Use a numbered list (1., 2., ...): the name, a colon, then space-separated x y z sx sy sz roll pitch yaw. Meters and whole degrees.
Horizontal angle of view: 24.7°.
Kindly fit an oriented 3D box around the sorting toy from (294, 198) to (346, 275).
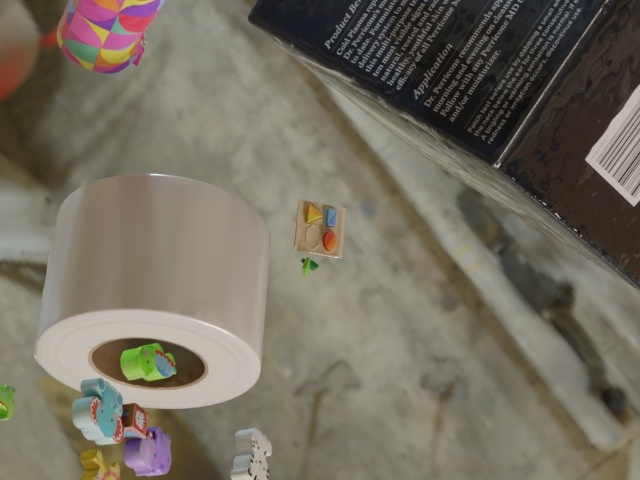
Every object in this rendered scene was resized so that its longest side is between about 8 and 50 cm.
1. sorting toy: 0.000 0.000 1.566 0.062 0.012 0.083 11 77 -28

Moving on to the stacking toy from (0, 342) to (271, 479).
1. stacking toy: -0.158 0.154 1.158 0.221 0.167 0.052 50 35 -48

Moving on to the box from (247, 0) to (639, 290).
1. box: 0.249 -0.223 1.929 0.472 0.297 0.480 38 4 39

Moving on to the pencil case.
1. pencil case: -0.211 -0.261 1.545 0.104 0.236 0.104 5 72 -17

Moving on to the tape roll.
1. tape roll: -0.180 0.061 1.601 0.246 0.246 0.169 29 50 -38
